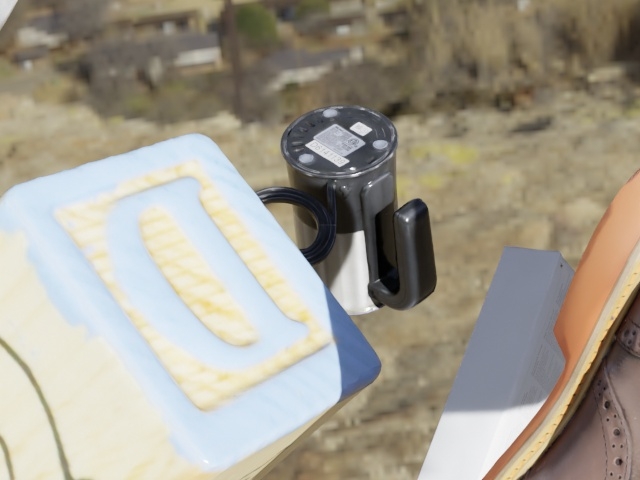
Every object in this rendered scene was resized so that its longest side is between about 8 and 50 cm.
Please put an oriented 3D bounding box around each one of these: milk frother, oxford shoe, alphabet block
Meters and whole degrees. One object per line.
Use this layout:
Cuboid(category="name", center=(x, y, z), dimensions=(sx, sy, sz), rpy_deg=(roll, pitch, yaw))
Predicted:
Cuboid(category="milk frother", center=(0.000, 0.000, 1.225), dimensions=(0.143, 0.134, 0.129), rpy_deg=(-20, 42, -15))
Cuboid(category="oxford shoe", center=(0.142, 0.141, 0.747), dimensions=(0.130, 0.363, 0.133), rpy_deg=(3, 24, -27))
Cuboid(category="alphabet block", center=(-0.120, 0.080, 0.987), dimensions=(0.192, 0.197, 0.193), rpy_deg=(53, 32, 11))

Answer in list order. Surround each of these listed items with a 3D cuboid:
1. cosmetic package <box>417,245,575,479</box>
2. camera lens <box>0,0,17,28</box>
Cuboid(category="cosmetic package", center=(0.152, 0.132, 1.398), dimensions=(0.060, 0.099, 0.239), rpy_deg=(8, 65, 36))
Cuboid(category="camera lens", center=(-0.274, -0.216, 0.874), dimensions=(0.219, 0.274, 0.219), rpy_deg=(-2, 47, 2))
